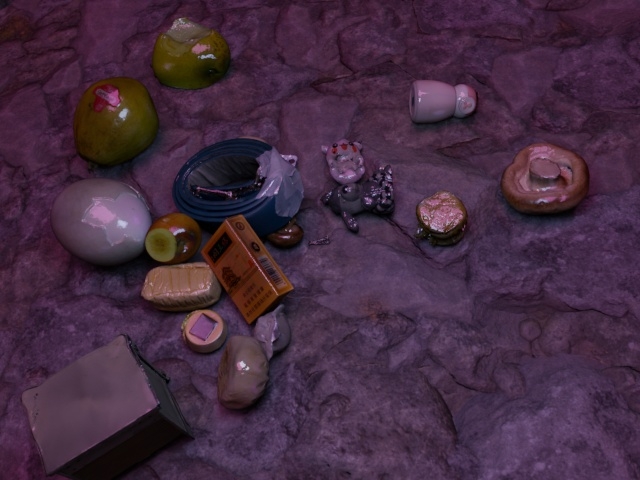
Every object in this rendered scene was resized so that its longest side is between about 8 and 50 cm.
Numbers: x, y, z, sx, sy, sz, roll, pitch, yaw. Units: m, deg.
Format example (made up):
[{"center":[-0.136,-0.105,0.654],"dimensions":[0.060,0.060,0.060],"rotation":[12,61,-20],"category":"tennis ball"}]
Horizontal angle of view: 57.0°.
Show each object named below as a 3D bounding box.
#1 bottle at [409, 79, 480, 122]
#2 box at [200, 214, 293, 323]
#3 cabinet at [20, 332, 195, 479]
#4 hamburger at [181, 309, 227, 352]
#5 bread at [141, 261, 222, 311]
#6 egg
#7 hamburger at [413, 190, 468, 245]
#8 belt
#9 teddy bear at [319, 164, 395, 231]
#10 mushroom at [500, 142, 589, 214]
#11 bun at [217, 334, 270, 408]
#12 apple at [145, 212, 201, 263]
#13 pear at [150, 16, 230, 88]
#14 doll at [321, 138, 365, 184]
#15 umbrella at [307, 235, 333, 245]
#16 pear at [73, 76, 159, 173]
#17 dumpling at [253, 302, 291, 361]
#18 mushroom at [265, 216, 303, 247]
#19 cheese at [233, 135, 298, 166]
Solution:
[{"center":[0.438,-0.488,2.068],"dimensions":[0.237,0.147,0.147],"rotation":[-1,57,-1],"category":"bottle"},{"center":[-0.220,0.085,1.731],"dimensions":[0.076,0.174,0.274],"rotation":[-22,72,-51],"category":"box"},{"center":[-0.525,0.449,1.508],"dimensions":[0.290,0.318,0.227],"rotation":[-31,60,-11],"category":"cabinet"},{"center":[-0.344,0.266,1.738],"dimensions":[0.141,0.081,0.126],"rotation":[13,62,3],"category":"hamburger"},{"center":[-0.420,0.144,1.811],"dimensions":[0.237,0.106,0.139],"rotation":[-5,58,6],"category":"bread"},{"center":[-0.678,-0.056,1.875],"dimensions":[0.336,0.278,0.278],"rotation":[18,62,22],"category":"egg"},{"center":[0.366,-0.057,1.812],"dimensions":[0.185,0.131,0.159],"rotation":[-28,66,-2],"category":"hamburger"},{"center":[-0.267,-0.168,1.893],"dimensions":[0.437,0.173,0.300],"rotation":[4,68,26],"category":"belt"},{"center":[0.130,-0.126,1.882],"dimensions":[0.251,0.144,0.171],"rotation":[-18,71,0],"category":"teddy bear"},{"center":[0.693,-0.190,1.833],"dimensions":[0.278,0.146,0.278],"rotation":[-10,52,14],"category":"mushroom"},{"center":[-0.208,0.358,1.619],"dimensions":[0.128,0.178,0.193],"rotation":[13,37,-20],"category":"bun"},{"center":[-0.446,-0.008,1.805],"dimensions":[0.147,0.146,0.163],"rotation":[17,35,41],"category":"apple"},{"center":[-0.500,-0.741,2.354],"dimensions":[0.282,0.176,0.286],"rotation":[26,66,21],"category":"pear"},{"center":[0.085,-0.269,2.006],"dimensions":[0.149,0.095,0.192],"rotation":[-7,55,-3],"category":"doll"},{"center":[0.000,0.001,1.891],"dimensions":[0.083,0.020,0.031],"rotation":[-14,56,6],"category":"umbrella"},{"center":[-0.752,-0.409,2.130],"dimensions":[0.287,0.287,0.375],"rotation":[20,79,20],"category":"pear"},{"center":[-0.139,0.260,1.680],"dimensions":[0.108,0.127,0.187],"rotation":[14,67,6],"category":"dumpling"},{"center":[-0.115,-0.026,1.888],"dimensions":[0.109,0.085,0.126],"rotation":[-46,52,-7],"category":"mushroom"},{"center":[-0.204,-0.308,2.088],"dimensions":[0.249,0.070,0.163],"rotation":[-8,58,4],"category":"cheese"}]
